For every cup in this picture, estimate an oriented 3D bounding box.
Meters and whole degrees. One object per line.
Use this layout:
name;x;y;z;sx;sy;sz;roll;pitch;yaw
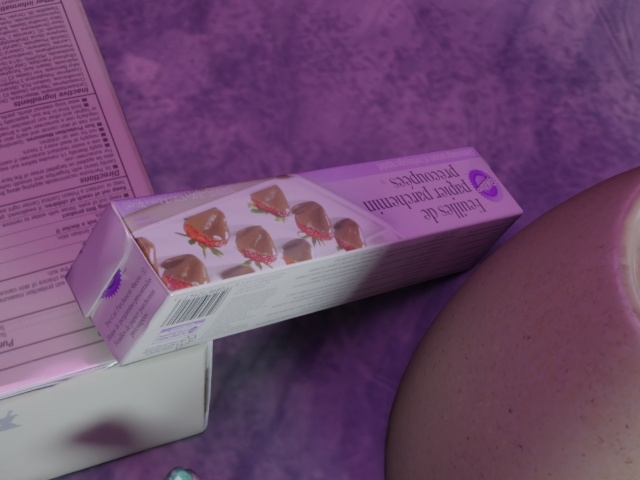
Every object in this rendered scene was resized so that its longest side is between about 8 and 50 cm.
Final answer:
cup;0.214;0.084;0.697;0.331;0.237;0.331;3;55;-4

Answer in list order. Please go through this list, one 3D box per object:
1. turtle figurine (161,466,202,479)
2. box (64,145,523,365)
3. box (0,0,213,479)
turtle figurine;-0.004;0.223;0.652;0.234;0.118;0.175;25;72;23
box;0.000;0.000;0.748;0.324;0.067;0.063;-13;60;-47
box;-0.183;-0.016;0.798;0.148;0.121;0.311;-14;58;-15
